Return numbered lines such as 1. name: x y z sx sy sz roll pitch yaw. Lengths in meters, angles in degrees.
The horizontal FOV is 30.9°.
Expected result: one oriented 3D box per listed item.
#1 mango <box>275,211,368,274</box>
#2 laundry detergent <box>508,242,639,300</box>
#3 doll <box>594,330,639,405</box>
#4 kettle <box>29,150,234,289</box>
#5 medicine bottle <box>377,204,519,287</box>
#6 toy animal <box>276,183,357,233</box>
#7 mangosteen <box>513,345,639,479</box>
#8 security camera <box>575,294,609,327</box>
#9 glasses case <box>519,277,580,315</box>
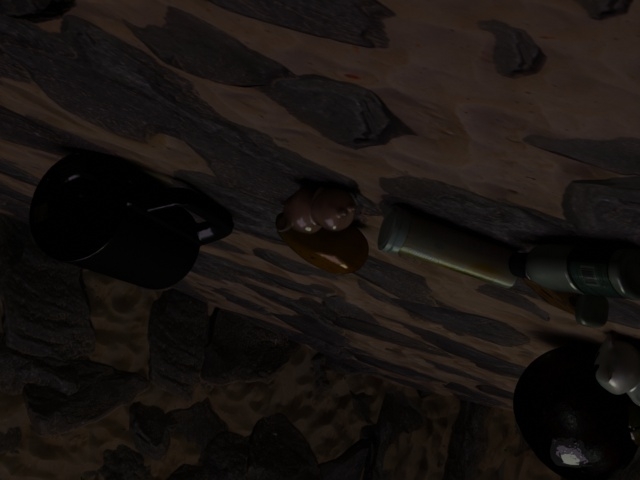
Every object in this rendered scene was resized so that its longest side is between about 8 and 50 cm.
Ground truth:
1. mango: 0.003 0.002 1.982 0.165 0.089 0.115 17 168 20
2. laundry detergent: 0.363 0.042 1.654 0.099 0.070 0.225 18 171 -38
3. doll: 0.600 0.253 2.230 0.180 0.110 0.107 19 150 -25
4. kettle: -0.349 -0.044 2.169 0.203 0.262 0.308 52 -170 27
5. medicine bottle: 0.200 0.013 1.778 0.218 0.074 0.074 18 169 -14
6. toy animal: -0.003 -0.045 1.776 0.083 0.089 0.150 29 156 -34
7. mangosteen: 0.554 0.350 2.413 0.300 0.300 0.300 17 169 3
8. security camera: 0.408 0.085 1.739 0.058 0.092 0.058 16 171 3
9. glasses case: 0.378 0.075 1.879 0.064 0.041 0.170 24 175 34
